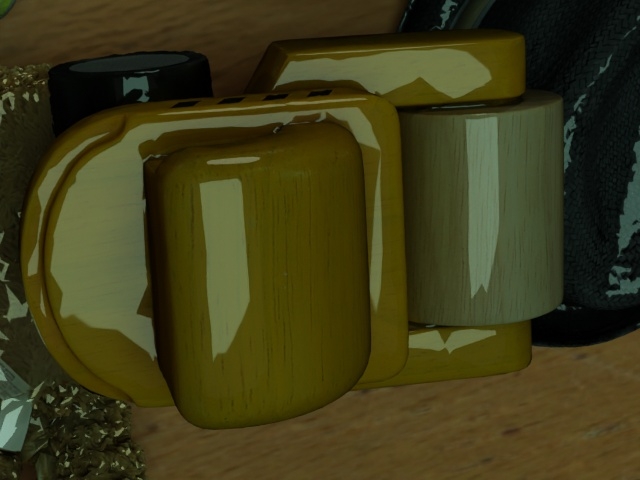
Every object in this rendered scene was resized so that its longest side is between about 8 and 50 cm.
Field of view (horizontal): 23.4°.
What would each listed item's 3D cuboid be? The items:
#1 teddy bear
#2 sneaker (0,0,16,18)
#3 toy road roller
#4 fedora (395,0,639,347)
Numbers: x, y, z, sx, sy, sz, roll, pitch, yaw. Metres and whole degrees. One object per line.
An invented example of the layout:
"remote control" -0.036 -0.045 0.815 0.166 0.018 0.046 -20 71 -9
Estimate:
"teddy bear" -0.198 0.053 1.001 0.245 0.113 0.338 -21 109 -17
"sneaker" -0.258 -0.161 0.962 0.126 0.091 0.240 35 88 -4
"toy road roller" 0.000 0.000 0.861 0.329 0.240 0.202 -6 104 -12
"fedora" 0.199 -0.074 1.054 0.334 0.152 0.334 -3 104 -14
